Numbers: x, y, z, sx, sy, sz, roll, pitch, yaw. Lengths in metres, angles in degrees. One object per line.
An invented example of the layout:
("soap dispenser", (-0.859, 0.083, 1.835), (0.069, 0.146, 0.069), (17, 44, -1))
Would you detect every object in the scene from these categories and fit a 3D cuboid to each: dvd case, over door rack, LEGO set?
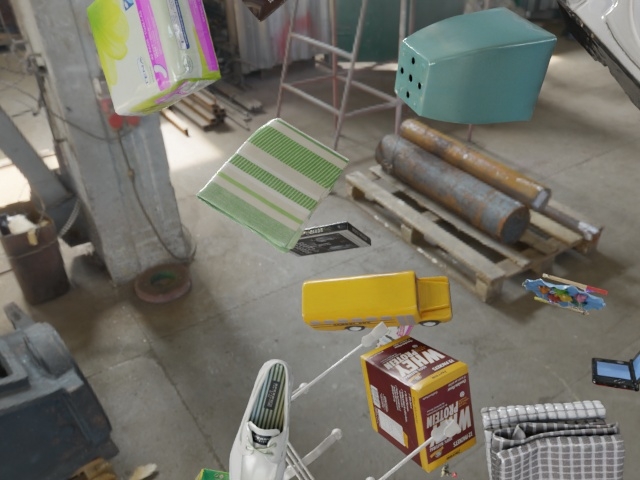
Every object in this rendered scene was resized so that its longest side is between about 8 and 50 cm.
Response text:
("dvd case", (0.000, 0.000, 1.554), (0.239, 0.179, 0.029), (-10, 72, 24))
("over door rack", (0.062, 0.347, 1.042), (0.324, 0.108, 0.239), (-37, 78, 0))
("LEGO set", (0.201, 0.364, 0.795), (0.083, 0.023, 0.054), (52, 19, 29))

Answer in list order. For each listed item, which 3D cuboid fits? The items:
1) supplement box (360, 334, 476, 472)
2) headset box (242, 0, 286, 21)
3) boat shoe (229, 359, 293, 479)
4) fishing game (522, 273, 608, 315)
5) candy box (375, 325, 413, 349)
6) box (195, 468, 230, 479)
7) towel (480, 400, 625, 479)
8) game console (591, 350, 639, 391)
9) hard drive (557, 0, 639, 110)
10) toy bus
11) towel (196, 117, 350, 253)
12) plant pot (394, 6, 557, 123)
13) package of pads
("supplement box", (0.202, 0.332, 1.156), (0.129, 0.191, 0.194), (-19, 19, -26))
("headset box", (0.048, -0.299, 0.361), (0.218, 0.110, 0.293), (-52, 22, -20))
("boat shoe", (-0.088, 0.285, 0.812), (0.083, 0.075, 0.226), (6, 70, -1))
("fishing game", (0.575, 0.137, 1.317), (0.189, 0.264, 0.041), (18, 79, 17))
("candy box", (0.233, 0.269, 1.653), (0.071, 0.233, 0.159), (29, 66, 13))
("box", (-0.221, 0.537, 1.205), (0.105, 0.179, 0.043), (14, 60, -9))
("towel", (0.440, 0.443, 1.049), (0.235, 0.283, 0.121), (-7, 30, 12))
("game console", (0.642, 0.250, 1.165), (0.124, 0.085, 0.144), (4, 10, 25))
("hard drive", (0.380, -0.204, 0.379), (0.339, 0.064, 0.236), (-34, 59, 21))
("toy bus", (0.134, 0.142, 1.299), (0.333, 0.130, 0.108), (-7, 65, 16))
("towel", (-0.100, -0.146, 1.327), (0.248, 0.038, 0.324), (32, 57, 3))
("plant pot", (0.270, -0.316, 1.032), (0.235, 0.165, 0.165), (-14, 44, -18))
("package of pads", (-0.316, -0.368, 1.034), (0.101, 0.228, 0.297), (-21, 12, -39))
